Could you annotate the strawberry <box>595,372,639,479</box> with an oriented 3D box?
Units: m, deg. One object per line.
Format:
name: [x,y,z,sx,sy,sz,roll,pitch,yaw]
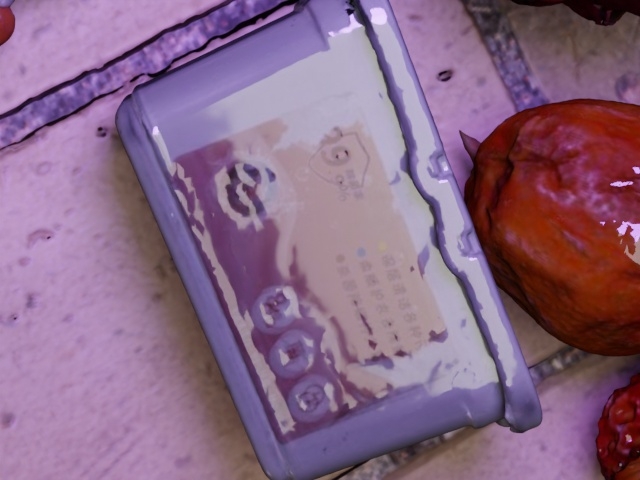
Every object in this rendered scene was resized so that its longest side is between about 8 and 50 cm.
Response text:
strawberry: [0.287,0.081,1.182,0.236,0.190,0.111,-26,59,3]

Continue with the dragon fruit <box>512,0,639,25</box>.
dragon fruit: [0.195,-0.286,1.033,0.329,0.329,0.329,-1,95,-13]

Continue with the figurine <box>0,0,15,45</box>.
figurine: [-0.208,-0.207,1.036,0.226,0.160,0.183,-13,99,-20]

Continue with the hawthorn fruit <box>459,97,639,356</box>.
hawthorn fruit: [0.186,-0.008,1.131,0.179,0.173,0.173,-4,96,6]

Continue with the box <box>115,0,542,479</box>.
box: [0.000,0.000,1.090,0.182,0.175,0.312,-23,99,-1]
